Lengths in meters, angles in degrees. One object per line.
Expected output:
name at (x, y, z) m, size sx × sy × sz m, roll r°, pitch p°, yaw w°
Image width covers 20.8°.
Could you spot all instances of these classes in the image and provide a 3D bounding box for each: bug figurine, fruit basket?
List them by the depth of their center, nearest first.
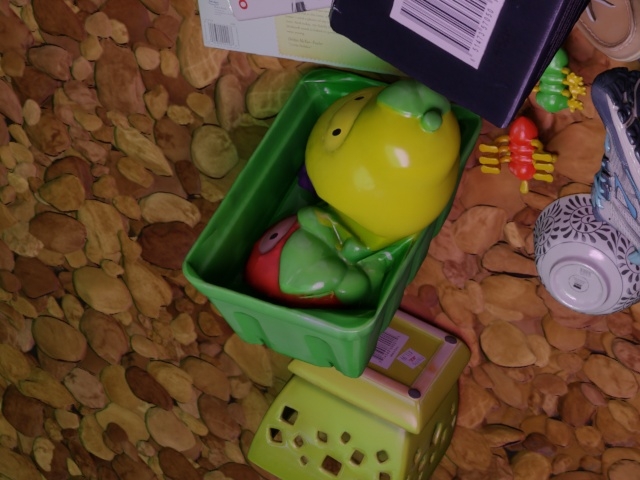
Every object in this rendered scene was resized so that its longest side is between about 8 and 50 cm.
bug figurine at (0.326, -0.126, 2.006) m, size 0.279 × 0.072 × 0.216 m, roll 11°, pitch 135°, yaw 18°
fruit basket at (0.033, -0.065, 2.029) m, size 0.283 × 0.392 × 0.392 m, roll 17°, pitch 131°, yaw 20°

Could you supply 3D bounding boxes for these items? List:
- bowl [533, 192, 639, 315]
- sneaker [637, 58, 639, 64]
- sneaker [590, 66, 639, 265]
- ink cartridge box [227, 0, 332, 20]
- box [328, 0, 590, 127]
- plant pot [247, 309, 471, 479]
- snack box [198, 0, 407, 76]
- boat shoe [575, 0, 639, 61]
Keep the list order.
bowl at (0.327, 0.034, 2.126) m, size 0.170 × 0.080 × 0.170 m, roll 16°, pitch 131°, yaw 20°
sneaker at (0.383, -0.233, 1.844) m, size 0.330 × 0.146 × 0.122 m, roll 25°, pitch 134°, yaw 15°
sneaker at (0.343, -0.065, 1.923) m, size 0.122 × 0.110 × 0.283 m, roll -5°, pitch 129°, yaw 36°
ink cartridge box at (-0.023, -0.336, 1.973) m, size 0.190 × 0.082 × 0.140 m, roll -3°, pitch 118°, yaw 33°
box at (0.207, -0.360, 1.621) m, size 0.212 × 0.395 × 0.293 m, roll 32°, pitch 157°, yaw 8°
plant pot at (0.063, 0.212, 2.331) m, size 0.227 × 0.228 × 0.207 m, roll 26°, pitch 127°, yaw 13°
snack box at (0.000, -0.305, 2.078) m, size 0.322 × 0.060 × 0.187 m, roll 12°, pitch 127°, yaw 24°
boat shoe at (0.254, -0.309, 1.826) m, size 0.104 × 0.089 × 0.285 m, roll -41°, pitch 71°, yaw 36°
